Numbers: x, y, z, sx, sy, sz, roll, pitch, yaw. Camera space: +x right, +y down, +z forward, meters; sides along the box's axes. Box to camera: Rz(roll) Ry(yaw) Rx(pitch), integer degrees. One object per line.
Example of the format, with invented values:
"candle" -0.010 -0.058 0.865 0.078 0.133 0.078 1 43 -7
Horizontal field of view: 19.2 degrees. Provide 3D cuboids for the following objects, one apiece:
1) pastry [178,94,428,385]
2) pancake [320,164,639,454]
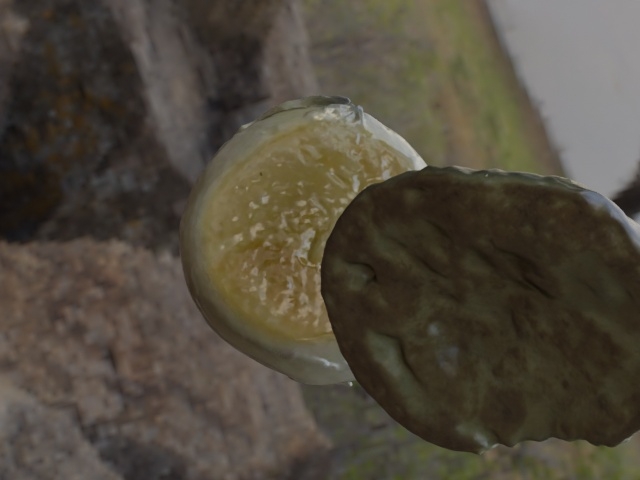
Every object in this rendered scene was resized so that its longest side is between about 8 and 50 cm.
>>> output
"pastry" -0.001 0.002 1.712 0.133 0.265 0.265 83 -4 -78
"pancake" 0.112 0.043 1.169 0.222 0.236 0.042 52 41 -8
